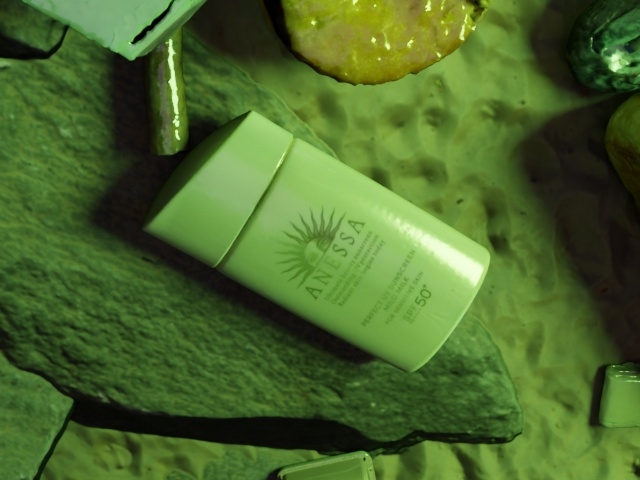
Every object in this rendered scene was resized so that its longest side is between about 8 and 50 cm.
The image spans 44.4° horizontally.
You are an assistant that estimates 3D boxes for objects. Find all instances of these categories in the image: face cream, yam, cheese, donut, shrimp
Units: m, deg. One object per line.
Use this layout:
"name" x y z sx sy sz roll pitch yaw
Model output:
"face cream" 0.000 0.000 0.850 0.348 0.081 0.173 30 103 -13
"yam" -0.158 -0.248 0.778 0.045 0.045 0.327 -9 108 -28
"cheese" 0.548 0.188 0.983 0.400 0.034 0.085 -2 104 -5
"donut" 0.047 -0.278 0.746 0.253 0.118 0.253 -2 111 -4
"shrimp" 0.390 -0.251 0.716 0.137 0.172 0.372 30 133 -18

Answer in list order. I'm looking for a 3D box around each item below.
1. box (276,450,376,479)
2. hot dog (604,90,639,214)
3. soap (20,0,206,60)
"box" 0.012 0.320 0.966 0.122 0.062 0.089 -11 109 0
"hot dog" 0.486 -0.014 0.830 0.223 0.185 0.405 -31 108 6
"soap" -0.236 -0.362 0.597 0.261 0.156 0.446 -40 106 5
